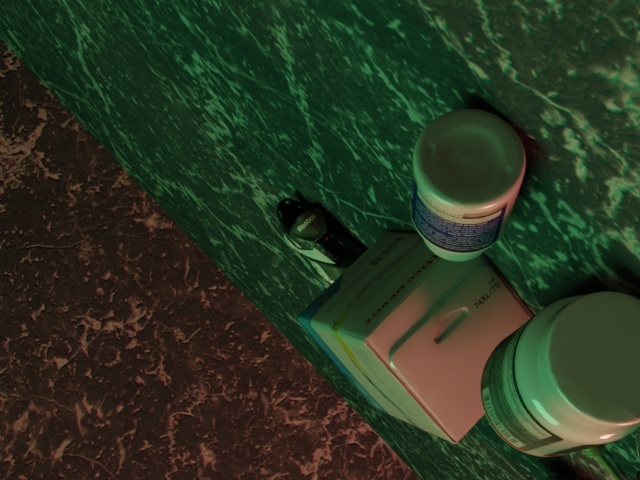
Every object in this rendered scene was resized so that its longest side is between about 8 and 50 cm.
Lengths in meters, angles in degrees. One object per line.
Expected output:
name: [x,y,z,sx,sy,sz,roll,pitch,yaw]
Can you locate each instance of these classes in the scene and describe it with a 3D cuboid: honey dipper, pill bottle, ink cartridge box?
honey dipper: [0.428,0.338,1.601,0.161,0.030,0.030,50,166,-25]
pill bottle: [0.150,-0.048,1.129,0.112,0.112,0.187,42,166,17]
ink cartridge box: [0.135,0.124,1.493,0.197,0.198,0.270,50,167,-14]
pill bottle: [0.284,0.151,1.202,0.161,0.161,0.283,44,166,8]

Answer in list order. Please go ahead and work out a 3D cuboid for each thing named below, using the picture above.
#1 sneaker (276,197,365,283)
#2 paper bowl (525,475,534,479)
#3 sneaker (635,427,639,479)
sneaker: [0.000,0.000,1.803,0.234,0.078,0.106,38,167,40]
paper bowl: [0.426,0.526,1.814,0.284,0.148,0.284,55,180,0]
sneaker: [0.403,0.275,1.223,0.121,0.112,0.299,42,-174,3]
